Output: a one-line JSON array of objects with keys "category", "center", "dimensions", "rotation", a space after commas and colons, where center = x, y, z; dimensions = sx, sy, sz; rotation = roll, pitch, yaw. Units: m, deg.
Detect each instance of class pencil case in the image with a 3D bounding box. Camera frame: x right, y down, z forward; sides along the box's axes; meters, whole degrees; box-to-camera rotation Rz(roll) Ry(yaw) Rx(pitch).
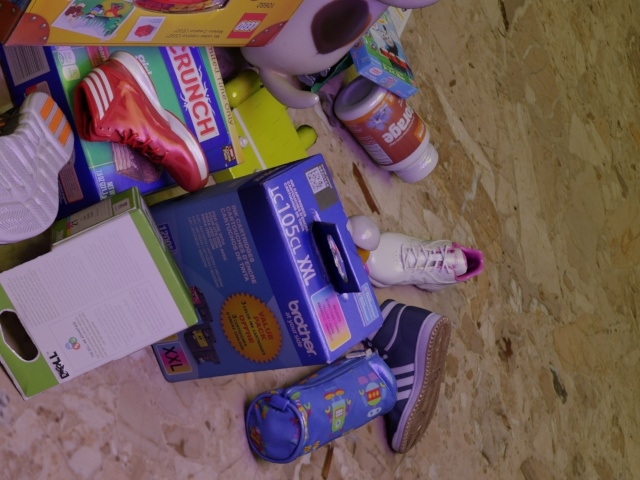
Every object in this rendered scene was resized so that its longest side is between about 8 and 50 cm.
[{"category": "pencil case", "center": [0.010, 0.269, 1.897], "dimensions": [0.306, 0.119, 0.133], "rotation": [-17, 117, -52]}]

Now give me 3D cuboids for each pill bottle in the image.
[{"category": "pill bottle", "center": [0.133, -0.213, 2.183], "dimensions": [0.216, 0.121, 0.121], "rotation": [46, 48, -33]}]

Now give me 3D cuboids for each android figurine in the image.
[{"category": "android figurine", "center": [-0.102, -0.162, 1.937], "dimensions": [0.273, 0.056, 0.248], "rotation": [-44, 114, -49]}]

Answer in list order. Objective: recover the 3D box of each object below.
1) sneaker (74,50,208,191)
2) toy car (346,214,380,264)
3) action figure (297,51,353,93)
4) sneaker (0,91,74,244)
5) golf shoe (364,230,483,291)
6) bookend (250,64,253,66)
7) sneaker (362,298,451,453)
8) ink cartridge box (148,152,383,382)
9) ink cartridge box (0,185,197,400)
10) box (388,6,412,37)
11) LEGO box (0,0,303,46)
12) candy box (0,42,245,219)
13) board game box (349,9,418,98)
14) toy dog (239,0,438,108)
[{"category": "sneaker", "center": [-0.256, -0.136, 1.542], "dimensions": [0.221, 0.087, 0.128], "rotation": [54, 53, -10]}, {"category": "toy car", "center": [0.000, 0.000, 1.964], "dimensions": [0.182, 0.159, 0.136], "rotation": [8, 39, -49]}, {"category": "action figure", "center": [0.036, -0.341, 2.123], "dimensions": [0.063, 0.137, 0.232], "rotation": [56, 33, -6]}, {"category": "sneaker", "center": [-0.420, -0.060, 1.396], "dimensions": [0.125, 0.180, 0.321], "rotation": [60, 15, -22]}, {"category": "golf shoe", "center": [0.194, 0.033, 2.178], "dimensions": [0.306, 0.140, 0.115], "rotation": [5, 78, -49]}, {"category": "bookend", "center": [-0.103, -0.415, 1.990], "dimensions": [0.157, 0.072, 0.156], "rotation": [55, 42, -24]}, {"category": "sneaker", "center": [0.140, 0.244, 2.101], "dimensions": [0.099, 0.153, 0.282], "rotation": [-15, 122, -54]}, {"category": "ink cartridge box", "center": [-0.089, 0.042, 1.619], "dimensions": [0.151, 0.395, 0.270], "rotation": [-32, 104, -50]}, {"category": "ink cartridge box", "center": [-0.320, 0.070, 1.518], "dimensions": [0.097, 0.255, 0.189], "rotation": [-118, -176, -65]}, {"category": "box", "center": [0.131, -0.480, 2.304], "dimensions": [0.100, 0.060, 0.244], "rotation": [49, 46, -29]}, {"category": "LEGO box", "center": [-0.282, -0.463, 1.573], "dimensions": [0.500, 0.193, 0.372], "rotation": [-12, 60, -51]}, {"category": "candy box", "center": [-0.281, -0.198, 1.672], "dimensions": [0.317, 0.122, 0.268], "rotation": [-23, 98, -52]}, {"category": "board game box", "center": [0.095, -0.377, 2.095], "dimensions": [0.160, 0.039, 0.212], "rotation": [18, 47, -51]}, {"category": "toy dog", "center": [0.039, -0.436, 1.782], "dimensions": [0.284, 0.408, 0.395], "rotation": [30, 56, -41]}]
